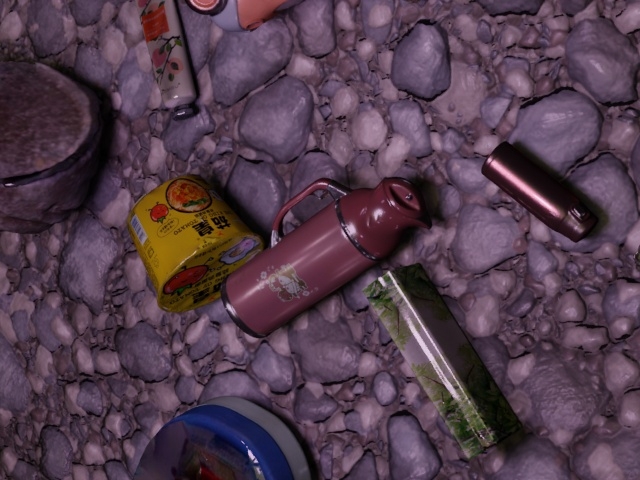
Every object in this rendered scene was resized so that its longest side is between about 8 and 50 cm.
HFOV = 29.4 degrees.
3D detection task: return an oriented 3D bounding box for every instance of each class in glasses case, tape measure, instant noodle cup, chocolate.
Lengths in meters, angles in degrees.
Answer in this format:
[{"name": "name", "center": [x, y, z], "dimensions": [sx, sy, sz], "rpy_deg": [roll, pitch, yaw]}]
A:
[{"name": "glasses case", "center": [0.165, 0.163, 1.670], "dimensions": [0.062, 0.095, 0.272], "rpy_deg": [-38, 76, 28]}, {"name": "tape measure", "center": [-0.145, 0.370, 1.840], "dimensions": [0.259, 0.138, 0.262], "rpy_deg": [25, 107, 24]}, {"name": "instant noodle cup", "center": [-0.196, -0.004, 1.815], "dimensions": [0.182, 0.182, 0.144], "rpy_deg": [-46, 65, 25]}, {"name": "chocolate", "center": [-0.492, -0.118, 1.927], "dimensions": [0.303, 0.303, 0.213], "rpy_deg": [32, 141, 23]}]

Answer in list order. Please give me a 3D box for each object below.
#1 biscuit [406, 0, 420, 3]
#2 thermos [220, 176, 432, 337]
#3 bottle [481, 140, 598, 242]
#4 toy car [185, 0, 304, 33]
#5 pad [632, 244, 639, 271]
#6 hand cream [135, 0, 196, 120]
[{"name": "biscuit", "center": [0.232, -0.493, 1.573], "dimensions": [0.426, 0.078, 0.144], "rpy_deg": [-38, 76, 26]}, {"name": "thermos", "center": [0.006, 0.003, 1.735], "dimensions": [0.330, 0.110, 0.136], "rpy_deg": [-34, 65, 28]}, {"name": "bottle", "center": [0.289, -0.061, 1.597], "dimensions": [0.164, 0.060, 0.060], "rpy_deg": [41, 113, 19]}, {"name": "toy car", "center": [-0.080, -0.430, 1.684], "dimensions": [0.213, 0.180, 0.270], "rpy_deg": [-6, 110, 19]}, {"name": "pad", "center": [0.523, 0.021, 1.498], "dimensions": [0.233, 0.022, 0.174], "rpy_deg": [34, 110, 20]}, {"name": "hand cream", "center": [-0.236, -0.299, 1.879], "dimensions": [0.080, 0.050, 0.233], "rpy_deg": [-22, 78, 33]}]
